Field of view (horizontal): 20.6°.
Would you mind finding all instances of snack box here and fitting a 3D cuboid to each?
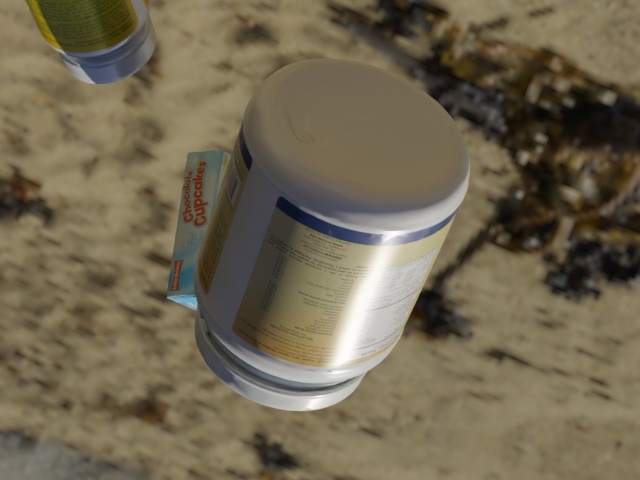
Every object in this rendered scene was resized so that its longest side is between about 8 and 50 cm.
[{"bbox_3d":[-0.066,0.024,2.238,0.060,0.187,0.322,-3,162,33],"label":"snack box"}]

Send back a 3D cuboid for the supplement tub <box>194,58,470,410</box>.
[{"bbox_3d":[0.000,0.000,1.786,0.228,0.228,0.316,24,132,3],"label":"supplement tub"}]

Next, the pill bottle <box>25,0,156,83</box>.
[{"bbox_3d":[-0.236,-0.257,1.741,0.119,0.119,0.208,18,151,24],"label":"pill bottle"}]
